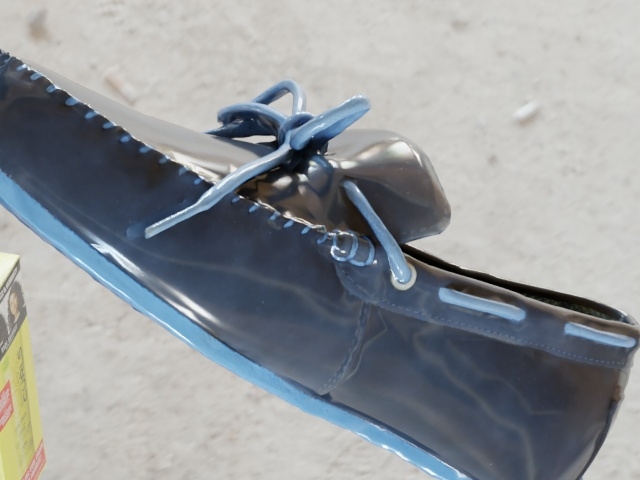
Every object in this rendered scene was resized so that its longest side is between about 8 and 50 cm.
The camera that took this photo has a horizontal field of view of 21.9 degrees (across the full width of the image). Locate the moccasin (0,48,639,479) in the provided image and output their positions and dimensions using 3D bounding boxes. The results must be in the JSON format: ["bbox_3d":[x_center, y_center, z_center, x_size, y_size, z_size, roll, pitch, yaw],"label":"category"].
[{"bbox_3d":[0.000,0.000,0.682,0.342,0.137,0.117,31,94,-38],"label":"moccasin"}]

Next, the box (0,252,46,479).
[{"bbox_3d":[-0.275,0.124,1.359,0.058,0.232,0.087,9,36,10],"label":"box"}]
